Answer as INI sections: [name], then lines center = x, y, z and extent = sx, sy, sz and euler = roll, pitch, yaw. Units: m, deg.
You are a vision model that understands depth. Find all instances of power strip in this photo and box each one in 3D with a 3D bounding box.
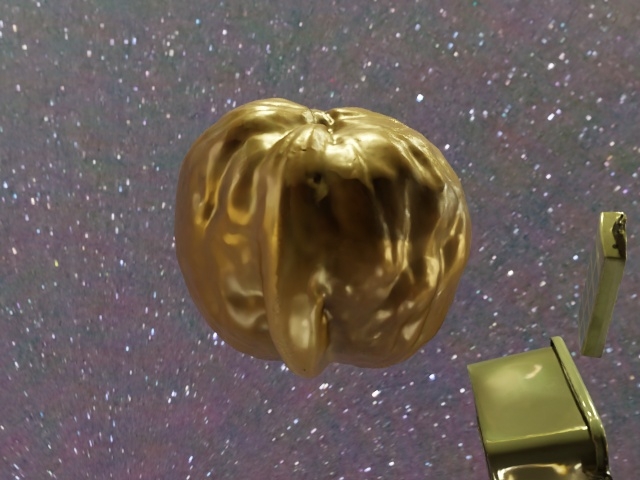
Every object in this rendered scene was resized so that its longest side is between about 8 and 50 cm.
[power strip]
center = 0.335, 0.053, 0.871
extent = 0.029, 0.227, 0.080
euler = 5, -134, 14

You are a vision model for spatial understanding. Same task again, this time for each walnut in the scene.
[walnut]
center = 0.000, 0.000, 0.736
extent = 0.296, 0.285, 0.285
euler = 2, -116, 5

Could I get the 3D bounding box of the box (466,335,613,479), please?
[box]
center = 0.270, 0.246, 0.927
extent = 0.135, 0.163, 0.243
euler = -10, -156, 7
